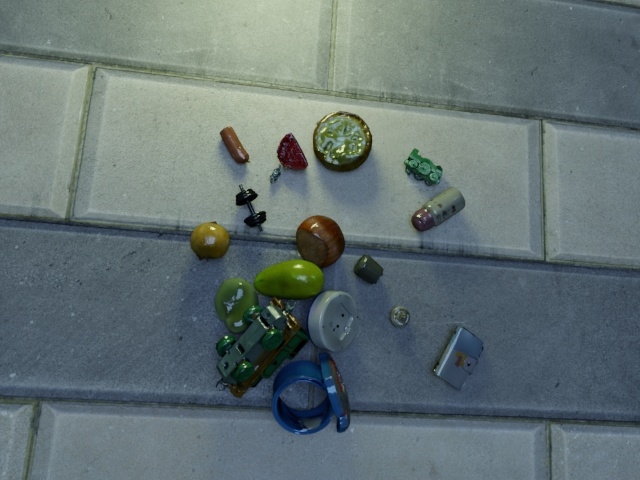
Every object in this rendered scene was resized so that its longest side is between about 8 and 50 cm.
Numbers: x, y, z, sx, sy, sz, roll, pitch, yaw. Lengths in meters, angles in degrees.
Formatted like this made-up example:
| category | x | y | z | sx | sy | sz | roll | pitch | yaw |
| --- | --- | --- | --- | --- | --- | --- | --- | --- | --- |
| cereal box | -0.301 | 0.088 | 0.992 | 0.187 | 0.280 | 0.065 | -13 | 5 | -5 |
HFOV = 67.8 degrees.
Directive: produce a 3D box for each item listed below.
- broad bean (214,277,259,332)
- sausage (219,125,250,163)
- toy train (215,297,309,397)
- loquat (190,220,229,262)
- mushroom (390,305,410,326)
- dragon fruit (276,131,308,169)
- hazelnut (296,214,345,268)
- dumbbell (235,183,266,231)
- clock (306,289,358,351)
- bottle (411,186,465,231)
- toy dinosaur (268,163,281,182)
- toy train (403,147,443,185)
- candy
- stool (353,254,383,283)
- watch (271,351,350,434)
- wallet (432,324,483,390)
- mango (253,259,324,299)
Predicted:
| category | x | y | z | sx | sy | sz | roll | pitch | yaw |
| --- | --- | --- | --- | --- | --- | --- | --- | --- | --- |
| broad bean | -0.317 | 0.254 | 1.843 | 0.169 | 0.100 | 0.228 | -26 | 82 | -17 |
| sausage | -0.351 | -0.385 | 1.969 | 0.065 | 0.065 | 0.170 | -29 | 86 | -11 |
| toy train | -0.213 | 0.398 | 1.767 | 0.429 | 0.249 | 0.178 | -49 | 50 | 1 |
| loquat | -0.429 | 0.005 | 1.849 | 0.163 | 0.137 | 0.163 | 1 | 87 | -22 |
| mushroom | 0.327 | 0.309 | 1.927 | 0.085 | 0.079 | 0.085 | 2 | 83 | -12 |
| dragon fruit | -0.123 | -0.356 | 1.989 | 0.106 | 0.083 | 0.162 | -28 | 96 | 10 |
| hazelnut | 0.000 | 0.000 | 1.894 | 0.214 | 0.176 | 0.215 | -1 | 92 | -37 |
| dumbbell | -0.279 | -0.131 | 1.912 | 0.099 | 0.099 | 0.209 | -24 | 84 | -11 |
| clock | 0.051 | 0.309 | 1.828 | 0.230 | 0.083 | 0.231 | -4 | 95 | -47 |
| bottle | 0.490 | -0.123 | 2.011 | 0.233 | 0.110 | 0.110 | -33 | 86 | -11 |
| toy dinosaur | -0.186 | -0.275 | 1.976 | 0.030 | 0.047 | 0.083 | 31 | 79 | 0 |
| toy train | 0.447 | -0.312 | 2.060 | 0.178 | 0.071 | 0.105 | 31 | 67 | 0 |
| candy | 0.091 | -0.416 | 2.005 | 0.259 | 0.118 | 0.260 | 1 | 80 | -5 |
| stool | 0.196 | 0.120 | 1.937 | 0.110 | 0.096 | 0.096 | 37 | 77 | -6 |
| watch | -0.034 | 0.601 | 1.777 | 0.274 | 0.241 | 0.306 | -17 | 102 | 0 |
| wallet | 0.561 | 0.474 | 1.937 | 0.170 | 0.069 | 0.231 | 34 | 80 | -19 |
| mango | -0.113 | 0.155 | 1.838 | 0.272 | 0.185 | 0.149 | -10 | 70 | 28 |
